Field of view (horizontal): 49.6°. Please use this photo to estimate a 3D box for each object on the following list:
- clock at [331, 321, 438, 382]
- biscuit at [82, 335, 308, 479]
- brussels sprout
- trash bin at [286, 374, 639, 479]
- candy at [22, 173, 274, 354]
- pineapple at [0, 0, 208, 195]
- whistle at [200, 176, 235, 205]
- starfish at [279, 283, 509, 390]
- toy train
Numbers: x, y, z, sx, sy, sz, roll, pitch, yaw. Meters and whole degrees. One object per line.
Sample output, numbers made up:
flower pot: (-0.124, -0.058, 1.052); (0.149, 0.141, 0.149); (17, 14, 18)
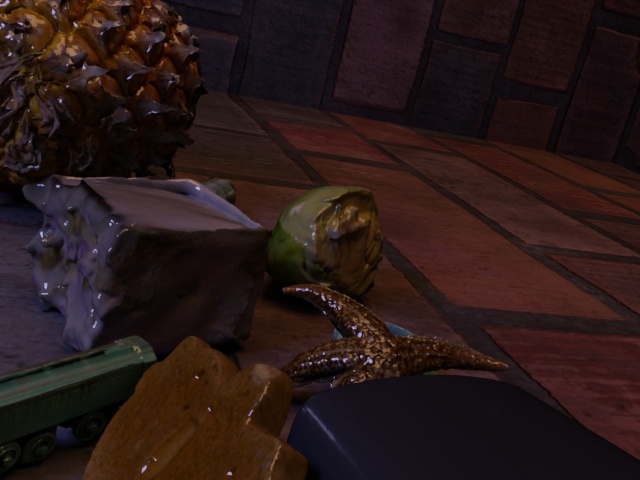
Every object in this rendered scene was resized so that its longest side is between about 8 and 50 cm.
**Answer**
clock: (0.060, 0.115, 0.702); (0.101, 0.041, 0.135); (10, 17, -5)
biscuit: (-0.084, 0.135, 0.407); (0.036, 0.166, 0.225); (45, -12, -24)
brussels sprout: (-0.002, 0.001, 0.849); (0.122, 0.149, 0.151); (7, -27, 32)
trash bin: (0.106, 0.185, 0.311); (0.209, 0.182, 0.290); (3, 15, -27)
candy: (-0.168, 0.017, 0.681); (0.195, 0.137, 0.185); (-1, 23, -41)
pineapple: (-0.354, -0.213, 0.948); (0.352, 0.352, 0.300); (19, 26, 18)
whistle: (-0.194, -0.030, 0.929); (0.062, 0.062, 0.312); (16, 18, 10)
starfish: (0.049, 0.110, 0.603); (0.238, 0.057, 0.213); (-12, 52, -13)
toy train: (-0.183, 0.114, 0.483); (0.038, 0.071, 0.148); (25, 22, 32)
